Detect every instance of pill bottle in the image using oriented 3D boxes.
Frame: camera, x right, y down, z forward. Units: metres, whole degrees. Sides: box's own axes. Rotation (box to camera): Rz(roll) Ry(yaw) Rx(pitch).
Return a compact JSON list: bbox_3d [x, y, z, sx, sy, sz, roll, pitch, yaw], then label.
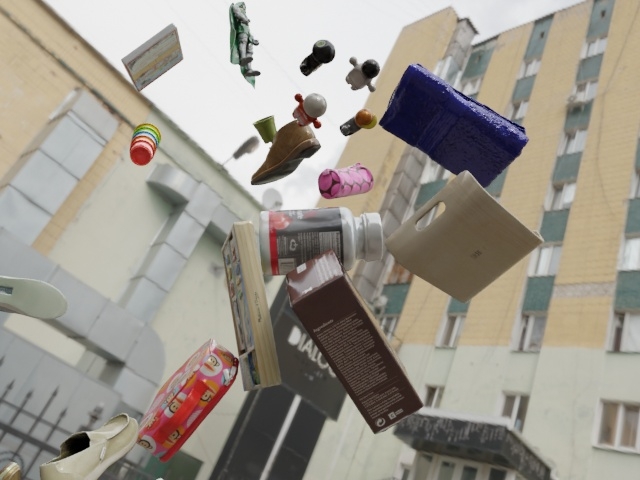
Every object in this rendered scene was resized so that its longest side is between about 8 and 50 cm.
[{"bbox_3d":[0.000,0.000,1.580,0.319,0.176,0.176,-3,-30,-2],"label":"pill bottle"}]

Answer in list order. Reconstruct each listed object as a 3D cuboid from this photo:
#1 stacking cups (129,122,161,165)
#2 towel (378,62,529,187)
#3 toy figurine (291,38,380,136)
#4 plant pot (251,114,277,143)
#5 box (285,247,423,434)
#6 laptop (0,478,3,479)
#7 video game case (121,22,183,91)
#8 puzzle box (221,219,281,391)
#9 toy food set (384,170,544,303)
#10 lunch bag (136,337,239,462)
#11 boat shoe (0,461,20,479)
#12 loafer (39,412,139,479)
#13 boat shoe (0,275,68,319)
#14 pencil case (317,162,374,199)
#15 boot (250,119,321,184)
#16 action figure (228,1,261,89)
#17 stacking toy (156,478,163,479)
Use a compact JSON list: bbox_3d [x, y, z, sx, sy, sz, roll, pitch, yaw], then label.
[{"bbox_3d":[-0.565,-0.299,1.907,0.096,0.096,0.316,39,10,-25],"label":"stacking cups"},{"bbox_3d":[0.296,-0.258,1.344,0.308,0.076,0.227,34,-23,2],"label":"towel"},{"bbox_3d":[0.044,-0.374,1.482,0.210,0.213,0.148,12,-8,-18],"label":"toy figurine"},{"bbox_3d":[-0.178,-0.369,1.987,0.083,0.083,0.079,-3,-63,42],"label":"plant pot"},{"bbox_3d":[0.074,0.226,1.357,0.381,0.143,0.191,57,4,-18],"label":"box"},{"bbox_3d":[-0.600,0.457,0.870,0.234,0.264,0.136,33,-27,0],"label":"laptop"},{"bbox_3d":[-0.551,-0.602,1.970,0.025,0.204,0.285,51,-9,-3],"label":"video game case"},{"bbox_3d":[-0.188,0.179,1.534,0.052,0.408,0.272,-7,-14,-18],"label":"puzzle box"},{"bbox_3d":[0.304,-0.001,1.236,0.220,0.092,0.306,-43,-48,21],"label":"toy food set"},{"bbox_3d":[-0.331,0.395,1.479,0.120,0.293,0.258,41,-2,-8],"label":"lunch bag"},{"bbox_3d":[-0.670,0.559,1.270,0.072,0.068,0.190,31,-67,10],"label":"boat shoe"},{"bbox_3d":[-0.464,0.422,1.204,0.102,0.268,0.092,-19,-80,16],"label":"loafer"},{"bbox_3d":[-0.663,0.115,1.270,0.228,0.079,0.081,21,-19,-33],"label":"boat shoe"},{"bbox_3d":[0.075,-0.181,1.787,0.095,0.209,0.098,-4,-83,32],"label":"pencil case"},{"bbox_3d":[-0.128,-0.277,1.909,0.305,0.112,0.115,-32,-103,37],"label":"boot"},{"bbox_3d":[-0.187,-0.497,1.433,0.064,0.232,0.137,-15,-29,7],"label":"action figure"},{"bbox_3d":[-0.204,0.438,0.742,0.052,0.221,0.167,7,16,-47],"label":"stacking toy"}]
